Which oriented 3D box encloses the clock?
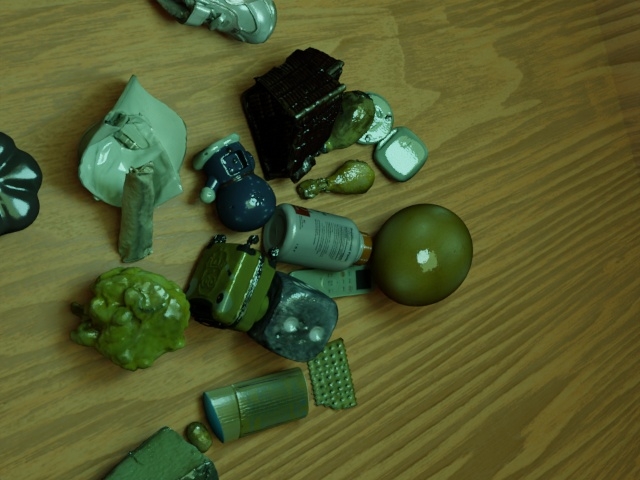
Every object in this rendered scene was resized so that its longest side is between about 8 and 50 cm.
[{"bbox_3d":[-0.216,-0.136,1.665,0.199,0.146,0.244,-33,97,-35],"label":"clock"}]

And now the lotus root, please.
[{"bbox_3d":[0.067,-0.335,1.869,0.138,0.138,0.214,40,94,-25],"label":"lotus root"}]

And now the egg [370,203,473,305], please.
[{"bbox_3d":[0.290,0.043,1.892,0.283,0.282,0.351,61,38,-14],"label":"egg"}]

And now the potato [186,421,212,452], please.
[{"bbox_3d":[-0.299,0.485,1.622,0.051,0.040,0.083,-29,102,-19],"label":"potato"}]

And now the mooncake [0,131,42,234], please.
[{"bbox_3d":[-0.702,-0.109,1.349,0.244,0.133,0.245,4,84,-41],"label":"mooncake"}]

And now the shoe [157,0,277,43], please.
[{"bbox_3d":[-0.284,-0.596,1.627,0.351,0.172,0.198,38,57,-13],"label":"shoe"}]

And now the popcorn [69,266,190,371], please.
[{"bbox_3d":[-0.430,0.171,1.491,0.265,0.192,0.233,-5,106,-10],"label":"popcorn"}]

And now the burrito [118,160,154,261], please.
[{"bbox_3d":[-0.416,-0.065,1.495,0.082,0.059,0.275,-20,141,-35],"label":"burrito"}]

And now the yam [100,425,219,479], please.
[{"bbox_3d":[-0.389,0.583,1.466,0.271,0.202,0.202,-33,140,-36],"label":"yam"}]

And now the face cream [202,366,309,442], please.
[{"bbox_3d":[-0.164,0.426,1.700,0.284,0.067,0.140,-8,90,-34],"label":"face cream"}]

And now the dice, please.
[{"bbox_3d":[-0.078,0.194,1.682,0.183,0.182,0.182,26,94,-28],"label":"dice"}]

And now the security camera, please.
[{"bbox_3d":[0.190,-0.313,1.982,0.301,0.080,0.157,44,86,-8],"label":"security camera"}]

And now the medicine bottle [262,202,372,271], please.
[{"bbox_3d":[0.000,0.000,1.785,0.288,0.157,0.157,12,80,-33],"label":"medicine bottle"}]

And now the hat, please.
[{"bbox_3d":[-0.448,-0.237,1.531,0.258,0.167,0.302,48,36,-46],"label":"hat"}]

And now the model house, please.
[{"bbox_3d":[-0.025,-0.344,1.717,0.317,0.282,0.297,-38,107,-29],"label":"model house"}]

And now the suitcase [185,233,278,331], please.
[{"bbox_3d":[-0.215,0.110,1.615,0.143,0.193,0.235,34,69,-37],"label":"suitcase"}]

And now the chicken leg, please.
[{"bbox_3d":[0.050,-0.167,1.877,0.251,0.087,0.108,-18,105,-28],"label":"chicken leg"}]

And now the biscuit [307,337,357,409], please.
[{"bbox_3d":[0.030,0.389,1.862,0.143,0.016,0.203,-12,92,-34],"label":"biscuit"}]

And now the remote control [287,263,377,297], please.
[{"bbox_3d":[0.035,0.120,1.871,0.309,0.038,0.090,-2,88,-34],"label":"remote control"}]
